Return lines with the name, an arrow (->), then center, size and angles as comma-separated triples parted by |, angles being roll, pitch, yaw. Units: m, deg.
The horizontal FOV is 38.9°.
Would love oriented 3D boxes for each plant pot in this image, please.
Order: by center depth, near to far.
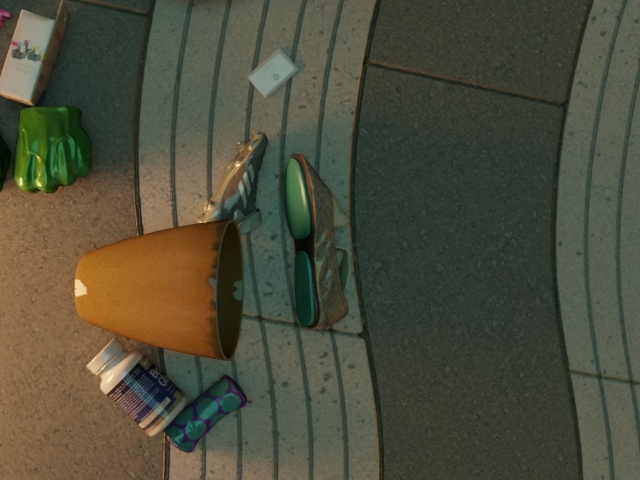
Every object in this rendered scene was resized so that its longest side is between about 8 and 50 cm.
plant pot -> -0.273, 0.083, 1.534 | 0.254, 0.237, 0.237 | 0, 90, 5

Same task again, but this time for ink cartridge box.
ink cartridge box -> -0.487, -0.322, 1.546 | 0.061, 0.104, 0.181 | 17, 87, -9

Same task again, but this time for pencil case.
pencil case -> -0.201, 0.309, 1.608 | 0.151, 0.064, 0.070 | -41, 80, -6

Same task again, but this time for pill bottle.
pill bottle -> -0.321, 0.251, 1.575 | 0.169, 0.094, 0.094 | 45, 84, -6

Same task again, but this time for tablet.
tablet -> -0.087, -0.305, 1.655 | 0.083, 0.006, 0.054 | -42, 96, -6

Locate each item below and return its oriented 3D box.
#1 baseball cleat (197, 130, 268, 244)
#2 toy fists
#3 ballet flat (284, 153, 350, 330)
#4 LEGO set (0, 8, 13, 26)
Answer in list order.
baseball cleat -> -0.134, -0.089, 1.626 | 0.109, 0.072, 0.206 | 34, 90, -21
toy fists -> -0.530, -0.144, 1.547 | 0.279, 0.096, 0.142 | -3, 80, -7
ballet flat -> 0.000, 0.000, 1.633 | 0.106, 0.107, 0.316 | -7, 96, -28
LEGO set -> -0.585, -0.313, 1.541 | 0.093, 0.087, 0.227 | 19, 88, -8
